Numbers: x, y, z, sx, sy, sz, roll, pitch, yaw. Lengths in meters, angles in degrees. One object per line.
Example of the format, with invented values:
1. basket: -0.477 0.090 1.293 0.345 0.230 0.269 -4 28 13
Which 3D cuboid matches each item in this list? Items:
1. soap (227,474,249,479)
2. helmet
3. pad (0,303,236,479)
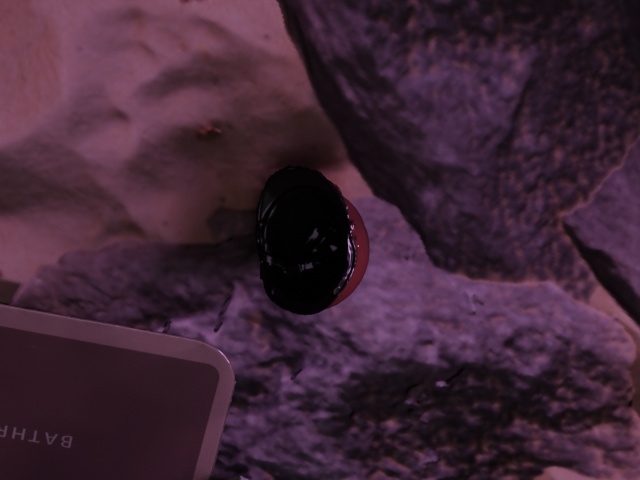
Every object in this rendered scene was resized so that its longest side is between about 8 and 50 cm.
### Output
1. soap: 0.003 0.237 1.032 0.198 0.063 0.114 24 112 -17
2. helmet: 0.001 -0.001 0.917 0.065 0.049 0.084 2 95 33
3. pad: -0.194 0.116 0.989 0.266 0.002 0.176 11 116 -10
